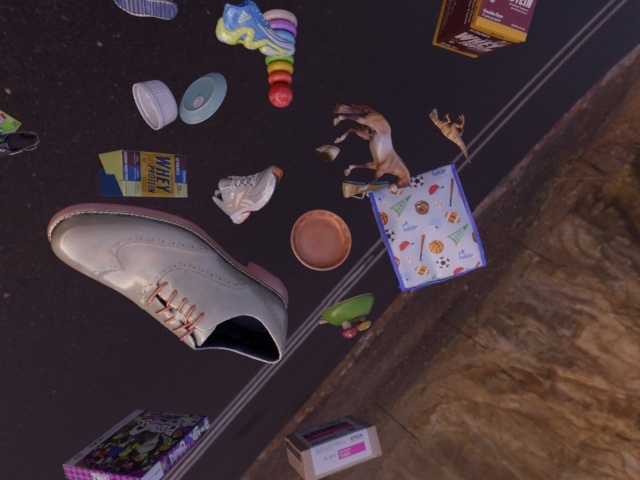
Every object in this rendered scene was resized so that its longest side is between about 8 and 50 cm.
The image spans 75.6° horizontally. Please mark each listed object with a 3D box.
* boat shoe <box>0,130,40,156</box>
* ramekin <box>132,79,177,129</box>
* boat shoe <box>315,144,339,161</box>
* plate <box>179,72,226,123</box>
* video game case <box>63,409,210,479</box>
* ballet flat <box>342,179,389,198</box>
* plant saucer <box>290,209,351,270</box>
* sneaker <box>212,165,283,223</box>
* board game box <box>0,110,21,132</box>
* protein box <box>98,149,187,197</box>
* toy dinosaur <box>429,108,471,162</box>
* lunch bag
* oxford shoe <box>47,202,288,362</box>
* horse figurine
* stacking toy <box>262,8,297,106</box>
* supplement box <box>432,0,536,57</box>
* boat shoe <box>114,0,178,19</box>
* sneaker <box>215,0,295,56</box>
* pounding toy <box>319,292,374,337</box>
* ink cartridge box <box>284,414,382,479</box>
[{"bbox_3d":[-1.070,-0.323,1.375,0.233,0.079,0.083,-26,115,-40],"label":"boat shoe"},{"bbox_3d":[-0.731,-0.612,1.841,0.109,0.207,0.207,-35,148,-31],"label":"ramekin"},{"bbox_3d":[0.024,-0.289,1.352,0.045,0.135,0.050,-40,118,-8],"label":"boat shoe"},{"bbox_3d":[-0.374,-0.450,1.285,0.188,0.188,0.024,-53,147,-2],"label":"plate"},{"bbox_3d":[-0.409,0.466,0.937,0.210,0.232,0.041,-30,112,-65],"label":"video game case"},{"bbox_3d":[0.180,-0.206,1.663,0.232,0.080,0.073,-5,107,-33],"label":"ballet flat"},{"bbox_3d":[0.000,0.000,1.332,0.200,0.200,0.037,-45,-178,-18],"label":"plant saucer"},{"bbox_3d":[-0.208,-0.137,1.113,0.262,0.121,0.099,-31,-149,44],"label":"sneaker"},{"bbox_3d":[-1.160,-0.370,1.455,0.092,0.043,0.181,39,71,-43],"label":"board game box"},{"bbox_3d":[-0.567,-0.206,1.319,0.201,0.200,0.135,-5,98,-46],"label":"protein box"},{"bbox_3d":[0.446,-0.356,1.382,0.112,0.211,0.064,-42,177,-20],"label":"toy dinosaur"},{"bbox_3d":[0.385,-0.035,1.511,0.328,0.385,0.239,-20,174,10],"label":"lunch bag"},{"bbox_3d":[-0.202,0.073,0.624,0.397,0.146,0.140,27,119,-30],"label":"oxford shoe"},{"bbox_3d":[0.125,-0.234,1.019,0.175,0.263,0.066,-21,-179,-21],"label":"horse figurine"},{"bbox_3d":[-0.151,-0.662,1.528,0.141,0.141,0.330,1,86,-58],"label":"stacking toy"},{"bbox_3d":[0.384,-0.554,0.954,0.129,0.194,0.191,10,101,-15],"label":"supplement box"},{"bbox_3d":[-0.526,-0.717,1.251,0.066,0.183,0.066,-90,-164,-47],"label":"boat shoe"},{"bbox_3d":[-0.174,-0.615,1.191,0.240,0.091,0.126,-1,127,-29],"label":"sneaker"},{"bbox_3d":[0.102,0.268,1.376,0.183,0.110,0.237,-17,161,-14],"label":"pounding toy"},{"bbox_3d":[0.032,0.605,1.219,0.235,0.088,0.193,-9,170,-21],"label":"ink cartridge box"}]
